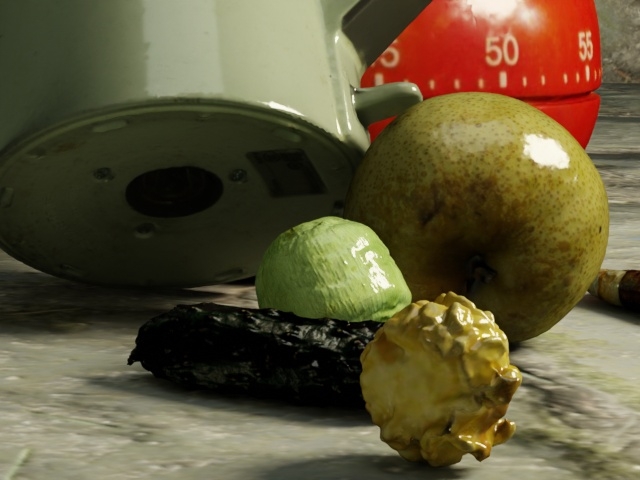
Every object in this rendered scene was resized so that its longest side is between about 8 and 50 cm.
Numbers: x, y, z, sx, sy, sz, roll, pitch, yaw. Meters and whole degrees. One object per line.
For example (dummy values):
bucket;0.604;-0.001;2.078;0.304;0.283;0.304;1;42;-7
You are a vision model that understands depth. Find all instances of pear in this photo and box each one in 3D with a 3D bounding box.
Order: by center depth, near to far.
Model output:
pear;0.097;-0.010;1.198;0.167;0.167;0.136;1;25;-2

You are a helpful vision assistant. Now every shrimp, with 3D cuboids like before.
shrimp;0.244;0.033;1.321;0.091;0.034;0.161;-1;8;-22

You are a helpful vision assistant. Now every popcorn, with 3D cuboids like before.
popcorn;0.058;0.066;0.908;0.083;0.082;0.057;1;8;36

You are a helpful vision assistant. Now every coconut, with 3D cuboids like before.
coconut;0.008;0.035;1.116;0.088;0.096;0.088;-22;-13;-5

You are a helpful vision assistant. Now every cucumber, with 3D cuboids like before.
cucumber;-0.027;0.063;1.044;0.181;0.053;0.053;3;8;28

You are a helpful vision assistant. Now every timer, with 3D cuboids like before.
timer;0.043;-0.139;1.609;0.378;0.279;0.378;2;9;0

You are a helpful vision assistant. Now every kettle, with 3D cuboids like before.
kettle;-0.064;-0.198;1.326;0.361;0.376;0.250;-15;-29;15
